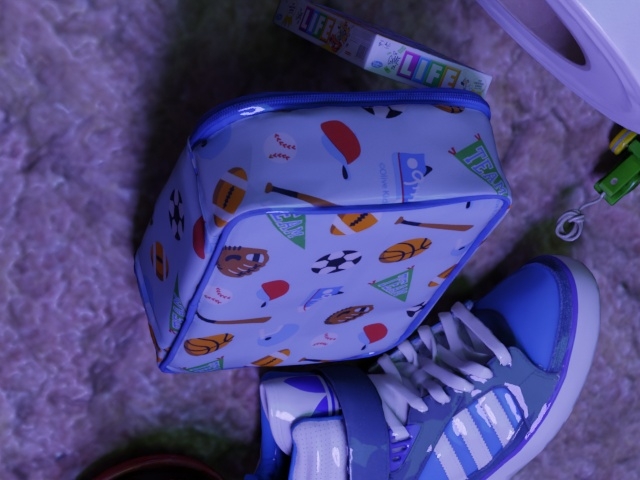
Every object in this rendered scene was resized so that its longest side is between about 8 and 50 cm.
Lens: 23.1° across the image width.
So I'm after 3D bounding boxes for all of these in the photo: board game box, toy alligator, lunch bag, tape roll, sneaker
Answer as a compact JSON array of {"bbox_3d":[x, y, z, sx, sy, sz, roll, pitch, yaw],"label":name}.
[{"bbox_3d":[0.043,-0.142,1.156,0.103,0.154,0.026,16,101,-31],"label":"board game box"},{"bbox_3d":[0.277,-0.065,1.374,0.189,0.056,0.051,-44,165,0],"label":"toy alligator"},{"bbox_3d":[0.000,0.000,1.160,0.243,0.115,0.303,-6,156,-21],"label":"lunch bag"},{"bbox_3d":[0.170,-0.207,1.109,0.100,0.286,0.286,-45,125,2],"label":"tape roll"},{"bbox_3d":[0.070,0.128,1.320,0.236,0.130,0.323,20,110,-36],"label":"sneaker"}]

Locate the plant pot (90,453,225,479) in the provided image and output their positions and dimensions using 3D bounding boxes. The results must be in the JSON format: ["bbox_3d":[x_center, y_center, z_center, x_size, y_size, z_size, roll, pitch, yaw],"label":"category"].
[{"bbox_3d":[-0.119,0.284,1.282,0.191,0.174,0.191,-11,118,-20],"label":"plant pot"}]
